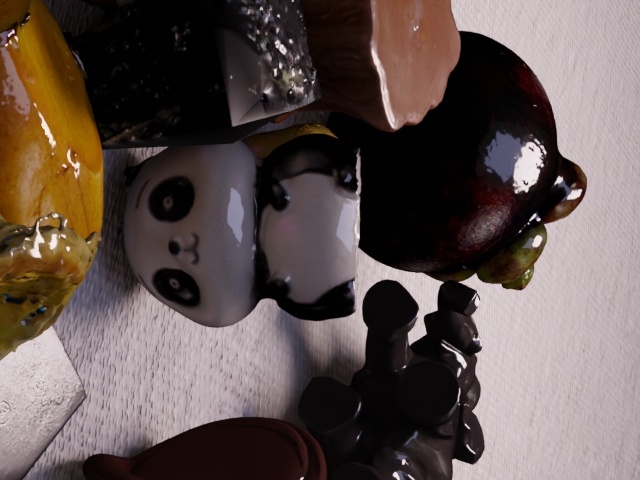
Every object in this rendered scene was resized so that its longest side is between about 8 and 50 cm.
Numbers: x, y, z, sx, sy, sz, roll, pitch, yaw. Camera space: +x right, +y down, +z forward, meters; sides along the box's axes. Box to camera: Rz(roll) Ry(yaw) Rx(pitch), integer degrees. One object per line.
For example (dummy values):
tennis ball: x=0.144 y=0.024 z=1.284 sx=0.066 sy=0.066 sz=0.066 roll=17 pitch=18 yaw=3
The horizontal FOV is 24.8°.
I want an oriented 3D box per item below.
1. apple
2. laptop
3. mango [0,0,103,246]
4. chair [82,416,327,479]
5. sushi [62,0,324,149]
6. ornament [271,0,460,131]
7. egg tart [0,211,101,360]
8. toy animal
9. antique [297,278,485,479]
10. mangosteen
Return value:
apple: x=-0.032 y=-0.056 z=1.548 sx=0.146 sy=0.147 sz=0.146 roll=-9 pitch=101 yaw=-59
laptop: x=-0.282 y=0.151 z=1.267 sx=0.197 sy=0.016 sz=0.135 roll=-55 pitch=136 yaw=-44
mango: x=-0.255 y=-0.063 z=1.176 sx=0.187 sy=0.138 sz=0.257 roll=-63 pitch=148 yaw=-58
chair: x=-0.076 y=0.340 z=1.430 sx=0.226 sy=0.227 sz=0.400 roll=-46 pitch=130 yaw=-48
sushi: x=-0.113 y=-0.199 z=1.318 sx=0.227 sy=0.215 sz=0.212 roll=-23 pitch=107 yaw=-54
ornament: x=0.003 y=-0.217 z=1.512 sx=0.235 sy=0.218 sz=0.221 roll=27 pitch=70 yaw=-58
egg tart: x=-0.297 y=0.044 z=1.048 sx=0.107 sy=0.291 sz=0.291 roll=55 pitch=32 yaw=9
toy animal: x=-0.072 y=-0.011 z=1.396 sx=0.165 sy=0.235 sz=0.187 roll=-105 pitch=-164 yaw=-77
antique: x=0.087 y=0.211 z=1.711 sx=0.322 sy=0.185 sz=0.255 roll=-57 pitch=156 yaw=-15
mangosteen: x=0.158 y=-0.097 z=1.683 sx=0.297 sy=0.314 sz=0.296 roll=15 pitch=90 yaw=-88
